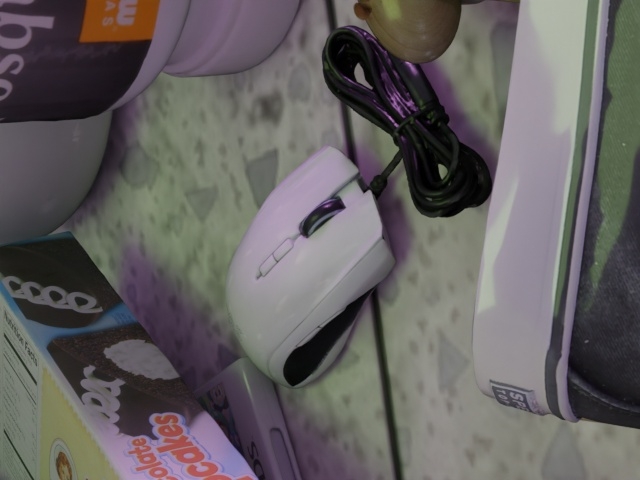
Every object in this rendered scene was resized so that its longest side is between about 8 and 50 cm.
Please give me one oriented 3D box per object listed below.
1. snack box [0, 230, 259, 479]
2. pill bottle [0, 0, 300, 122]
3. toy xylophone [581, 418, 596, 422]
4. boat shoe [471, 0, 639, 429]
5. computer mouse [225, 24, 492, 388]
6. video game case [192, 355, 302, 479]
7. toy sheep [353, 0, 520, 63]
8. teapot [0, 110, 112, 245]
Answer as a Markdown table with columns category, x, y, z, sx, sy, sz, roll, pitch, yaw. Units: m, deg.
| category | x | y | z | sx | sy | sz | roll | pitch | yaw |
| --- | --- | --- | --- | --- | --- | --- | --- | --- | --- |
| snack box | -0.089 | 0.153 | 0.850 | 0.322 | 0.060 | 0.187 | 46 | 139 | 49 |
| pill bottle | -0.153 | -0.130 | 0.761 | 0.162 | 0.278 | 0.162 | 14 | 107 | 53 |
| toy xylophone | 0.109 | 0.173 | 0.566 | 0.322 | 0.081 | 0.236 | 30 | 84 | 48 |
| boat shoe | 0.120 | -0.088 | 0.552 | 0.102 | 0.108 | 0.301 | 9 | 92 | 21 |
| computer mouse | 0.000 | 0.000 | 0.774 | 0.106 | 0.042 | 0.193 | 59 | 138 | 28 |
| video game case | -0.051 | 0.150 | 0.891 | 0.157 | 0.019 | 0.143 | -37 | 66 | 51 |
| toy sheep | 0.042 | -0.131 | 0.661 | 0.091 | 0.091 | 0.132 | 8 | 89 | 53 |
| teapot | -0.236 | -0.107 | 0.952 | 0.252 | 0.187 | 0.256 | 7 | 101 | 56 |
